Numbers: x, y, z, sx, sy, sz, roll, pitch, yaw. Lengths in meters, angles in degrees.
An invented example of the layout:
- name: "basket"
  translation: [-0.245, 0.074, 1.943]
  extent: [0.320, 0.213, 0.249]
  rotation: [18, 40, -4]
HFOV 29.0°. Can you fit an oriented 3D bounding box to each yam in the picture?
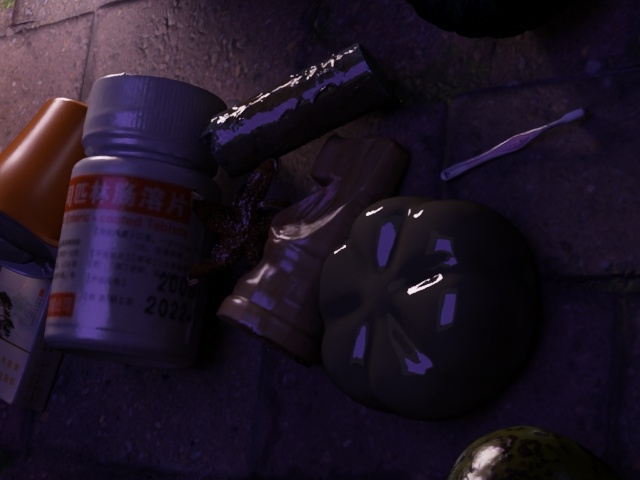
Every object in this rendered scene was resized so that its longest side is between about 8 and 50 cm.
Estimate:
- name: "yam"
  translation: [-0.034, -0.163, 1.587]
  extent: [0.259, 0.093, 0.093]
  rotation: [-25, 60, 18]

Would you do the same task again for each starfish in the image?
- name: "starfish"
  translation: [-0.104, -0.024, 1.599]
  extent: [0.074, 0.146, 0.190]
  rotation: [-118, 43, -72]

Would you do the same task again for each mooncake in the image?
- name: "mooncake"
  translation: [0.110, 0.072, 1.394]
  extent: [0.275, 0.135, 0.275]
  rotation: [-17, 66, 42]

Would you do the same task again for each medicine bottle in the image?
- name: "medicine bottle"
  translation: [-0.246, -0.022, 1.688]
  extent: [0.211, 0.211, 0.371]
  rotation: [-2, 76, 42]

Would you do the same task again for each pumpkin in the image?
- name: "pumpkin"
  translation: [0.200, -0.362, 1.411]
  extent: [0.248, 0.248, 0.248]
  rotation: [-14, 68, 39]

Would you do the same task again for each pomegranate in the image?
- name: "pomegranate"
  translation: [0.205, 0.303, 1.221]
  extent: [0.204, 0.276, 0.222]
  rotation: [8, 74, 4]

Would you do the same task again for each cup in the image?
- name: "cup"
  translation: [-0.400, -0.075, 1.843]
  extent: [0.226, 0.182, 0.264]
  rotation: [12, 58, 25]

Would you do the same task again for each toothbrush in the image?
- name: "toothbrush"
  translation: [0.219, -0.110, 1.426]
  extent: [0.204, 0.022, 0.017]
  rotation: [-24, 78, 35]

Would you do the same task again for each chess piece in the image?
- name: "chess piece"
  translation: [0.000, 0.000, 1.538]
  extent: [0.137, 0.137, 0.301]
  rotation: [24, 80, 44]

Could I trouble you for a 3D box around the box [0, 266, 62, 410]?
- name: "box"
  translation: [-0.459, 0.131, 1.934]
  extent: [0.149, 0.067, 0.233]
  rotation: [18, 90, 42]
